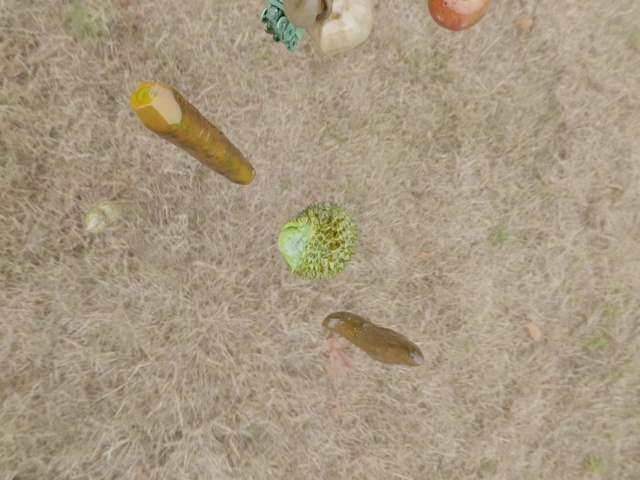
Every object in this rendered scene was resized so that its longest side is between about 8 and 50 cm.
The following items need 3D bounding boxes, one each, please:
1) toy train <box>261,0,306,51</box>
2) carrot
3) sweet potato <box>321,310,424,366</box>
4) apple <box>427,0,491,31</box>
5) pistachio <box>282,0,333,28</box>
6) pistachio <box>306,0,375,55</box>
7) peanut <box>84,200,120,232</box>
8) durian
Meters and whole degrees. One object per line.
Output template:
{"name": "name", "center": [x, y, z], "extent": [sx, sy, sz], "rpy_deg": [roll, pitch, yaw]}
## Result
{"name": "toy train", "center": [-0.085, -0.549, 1.258], "extent": [0.071, 0.178, 0.105], "rpy_deg": [35, 93, 10]}
{"name": "carrot", "center": [-0.112, -0.093, 0.479], "extent": [0.042, 0.170, 0.042], "rpy_deg": [-5, 73, 18]}
{"name": "sweet potato", "center": [0.151, 0.265, 1.305], "extent": [0.114, 0.341, 0.092], "rpy_deg": [29, 82, -42]}
{"name": "apple", "center": [0.428, -0.759, 1.547], "extent": [0.209, 0.164, 0.210], "rpy_deg": [0, 94, 6]}
{"name": "pistachio", "center": [-0.027, -0.458, 0.941], "extent": [0.112, 0.149, 0.113], "rpy_deg": [2, 82, -16]}
{"name": "pistachio", "center": [0.043, -0.481, 1.103], "extent": [0.157, 0.229, 0.158], "rpy_deg": [4, 110, 12]}
{"name": "peanut", "center": [-0.652, -0.073, 1.509], "extent": [0.080, 0.174, 0.080], "rpy_deg": [0, 114, 0]}
{"name": "durian", "center": [0.000, 0.001, 1.270], "extent": [0.176, 0.237, 0.200], "rpy_deg": [-13, 79, -23]}
